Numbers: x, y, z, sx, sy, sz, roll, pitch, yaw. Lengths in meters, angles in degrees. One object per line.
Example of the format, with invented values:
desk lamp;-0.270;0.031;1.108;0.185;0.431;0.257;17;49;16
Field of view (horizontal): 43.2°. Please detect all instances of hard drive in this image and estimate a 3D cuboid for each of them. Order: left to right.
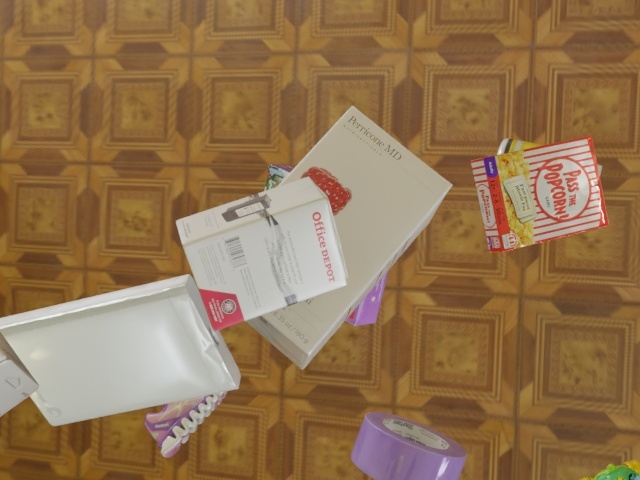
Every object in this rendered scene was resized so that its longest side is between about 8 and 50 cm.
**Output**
hard drive;-0.296;0.166;1.178;0.308;0.040;0.203;-14;123;11

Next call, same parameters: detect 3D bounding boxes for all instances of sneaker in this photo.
sneaker;-0.274;0.333;1.688;0.104;0.095;0.236;39;58;11

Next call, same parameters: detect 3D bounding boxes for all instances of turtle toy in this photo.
turtle toy;0.392;0.350;1.040;0.095;0.066;0.130;-18;94;-8

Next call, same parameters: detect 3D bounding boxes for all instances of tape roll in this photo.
tape roll;0.152;0.371;1.401;0.189;0.189;0.080;20;91;15

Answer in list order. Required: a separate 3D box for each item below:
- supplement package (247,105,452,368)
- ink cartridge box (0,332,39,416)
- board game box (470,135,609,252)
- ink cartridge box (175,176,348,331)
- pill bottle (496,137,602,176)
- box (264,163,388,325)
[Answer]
supplement package;0.008;0.001;1.095;0.177;0.175;0.293;39;76;7
ink cartridge box;-0.312;0.089;0.711;0.052;0.088;0.122;-40;68;-17
board game box;0.341;-0.073;1.253;0.194;0.045;0.146;-13;93;-15
ink cartridge box;-0.059;0.013;0.834;0.150;0.063;0.109;-19;119;-8
pill bottle;0.415;-0.121;1.487;0.184;0.103;0.103;14;94;17
box;0.000;0.000;1.422;0.293;0.057;0.200;27;110;42
